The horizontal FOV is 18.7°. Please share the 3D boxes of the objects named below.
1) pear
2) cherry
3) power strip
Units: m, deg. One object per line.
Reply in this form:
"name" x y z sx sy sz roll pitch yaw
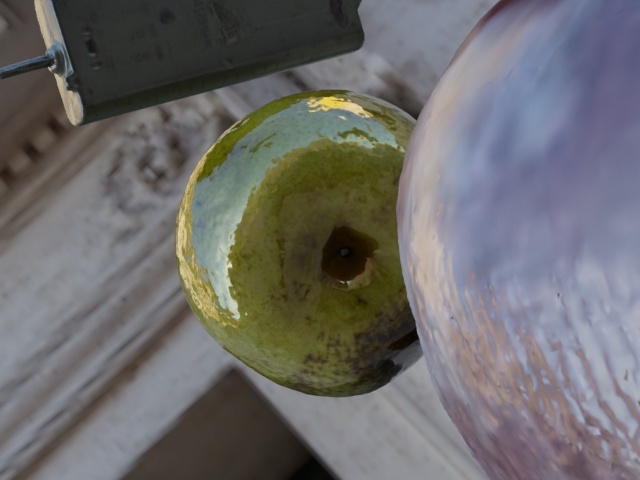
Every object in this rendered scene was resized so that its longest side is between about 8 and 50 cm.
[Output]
"pear" 0.000 0.000 1.253 0.197 0.197 0.197 -21 -47 -25
"cherry" 0.157 0.002 0.411 0.285 0.213 0.236 -9 -13 19
"power strip" -0.093 -0.142 1.300 0.268 0.034 0.092 -18 -90 -26
